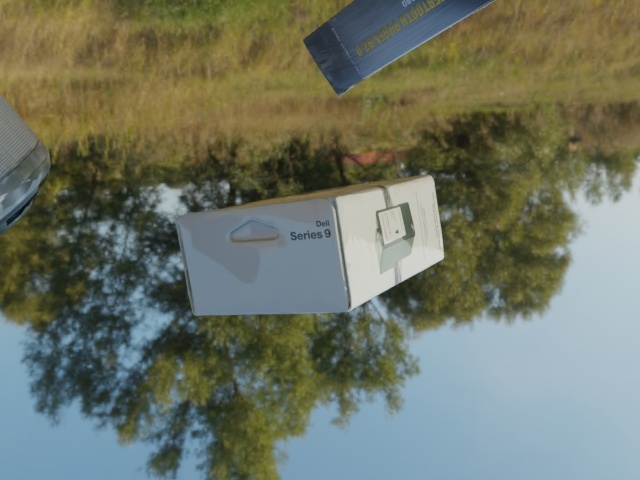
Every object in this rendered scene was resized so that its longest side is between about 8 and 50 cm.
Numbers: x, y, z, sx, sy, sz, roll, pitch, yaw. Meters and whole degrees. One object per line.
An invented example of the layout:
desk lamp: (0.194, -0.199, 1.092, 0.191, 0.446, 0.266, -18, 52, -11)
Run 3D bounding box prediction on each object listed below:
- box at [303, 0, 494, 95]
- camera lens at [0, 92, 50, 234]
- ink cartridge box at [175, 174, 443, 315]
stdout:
box: (0.118, -0.219, 0.527, 0.231, 0.056, 0.183, -44, -165, -35)
camera lens: (-0.441, -0.112, 0.683, 0.219, 0.274, 0.219, -26, -151, 15)
ink cartridge box: (0.000, 0.000, 0.811, 0.211, 0.121, 0.289, -6, -174, 30)
